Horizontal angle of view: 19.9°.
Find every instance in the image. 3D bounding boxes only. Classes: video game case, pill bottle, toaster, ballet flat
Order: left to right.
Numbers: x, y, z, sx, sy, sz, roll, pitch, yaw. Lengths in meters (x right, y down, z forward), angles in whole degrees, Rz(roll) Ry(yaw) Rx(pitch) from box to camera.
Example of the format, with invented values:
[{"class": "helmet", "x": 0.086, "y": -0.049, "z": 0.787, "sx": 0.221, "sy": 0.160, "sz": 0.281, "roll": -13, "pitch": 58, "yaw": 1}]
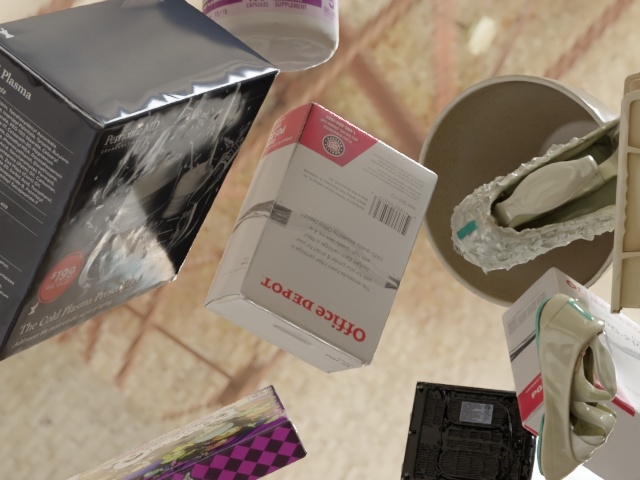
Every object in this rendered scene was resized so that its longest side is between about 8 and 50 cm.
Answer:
[{"class": "video game case", "x": -0.131, "y": 0.203, "z": 1.586, "sx": 0.232, "sy": 0.041, "sz": 0.210, "roll": -24, "pitch": 6, "yaw": -3}, {"class": "pill bottle", "x": -0.062, "y": -0.373, "z": 2.255, "sx": 0.169, "sy": 0.169, "sz": 0.301, "roll": 27, "pitch": -121, "yaw": -64}, {"class": "toaster", "x": 0.197, "y": 0.274, "z": 2.309, "sx": 0.110, "sy": 0.186, "sz": 0.168, "roll": 82, "pitch": -164, "yaw": -54}, {"class": "ballet flat", "x": 0.262, "y": 0.164, "z": 1.849, "sx": 0.086, "sy": 0.086, "sz": 0.248, "roll": -40, "pitch": -42, "yaw": -33}, {"class": "ballet flat", "x": 0.355, "y": -0.079, "z": 2.292, "sx": 0.409, "sy": 0.147, "sz": 0.147, "roll": -27, "pitch": -34, "yaw": -13}]

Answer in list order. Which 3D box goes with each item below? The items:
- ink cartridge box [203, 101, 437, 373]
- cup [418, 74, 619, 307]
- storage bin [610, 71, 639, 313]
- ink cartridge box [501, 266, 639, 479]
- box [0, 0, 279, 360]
[{"class": "ink cartridge box", "x": 0.000, "y": 0.000, "z": 2.323, "sx": 0.117, "sy": 0.207, "sz": 0.283, "roll": -19, "pitch": 45, "yaw": 59}, {"class": "cup", "x": 0.339, "y": -0.081, "z": 2.630, "sx": 0.237, "sy": 0.331, "sz": 0.331, "roll": -14, "pitch": -50, "yaw": -55}, {"class": "storage bin", "x": 0.401, "y": -0.066, "z": 2.091, "sx": 0.262, "sy": 0.123, "sz": 0.260, "roll": -42, "pitch": -46, "yaw": -76}, {"class": "ink cartridge box", "x": 0.317, "y": 0.161, "z": 2.145, "sx": 0.100, "sy": 0.172, "sz": 0.237, "roll": -48, "pitch": 19, "yaw": 23}, {"class": "box", "x": -0.255, "y": -0.080, "z": 1.973, "sx": 0.343, "sy": 0.179, "sz": 0.312, "roll": -27, "pitch": -31, "yaw": -56}]
